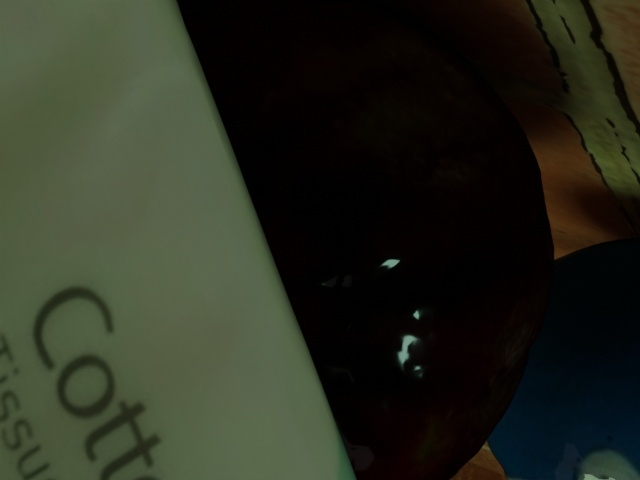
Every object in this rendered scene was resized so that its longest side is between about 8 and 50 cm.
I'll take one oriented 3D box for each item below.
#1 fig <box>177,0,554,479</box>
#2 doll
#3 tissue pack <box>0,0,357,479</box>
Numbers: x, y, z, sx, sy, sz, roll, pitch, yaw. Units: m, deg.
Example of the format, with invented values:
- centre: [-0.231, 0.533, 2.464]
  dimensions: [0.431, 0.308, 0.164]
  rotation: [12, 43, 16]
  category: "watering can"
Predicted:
- centre: [-0.009, 0.005, 0.760]
  dimensions: [0.224, 0.224, 0.263]
  rotation: [16, 167, 37]
  category: "fig"
- centre: [0.166, 0.087, 0.960]
  dimensions: [0.215, 0.161, 0.257]
  rotation: [5, 172, 18]
  category: "doll"
- centre: [-0.150, -0.009, 0.560]
  dimensions: [0.266, 0.194, 0.356]
  rotation: [8, 122, 58]
  category: "tissue pack"
